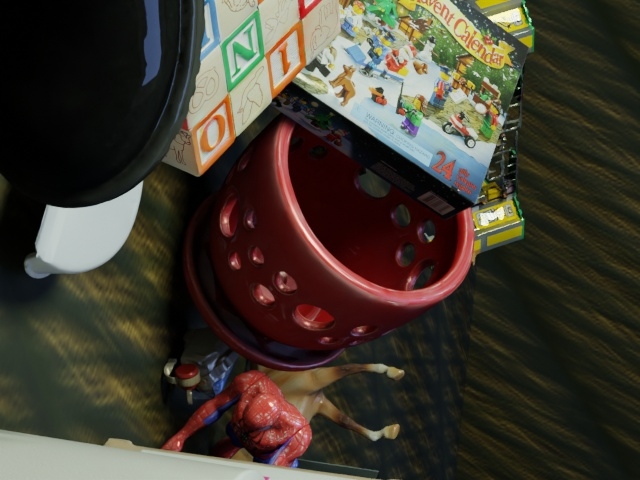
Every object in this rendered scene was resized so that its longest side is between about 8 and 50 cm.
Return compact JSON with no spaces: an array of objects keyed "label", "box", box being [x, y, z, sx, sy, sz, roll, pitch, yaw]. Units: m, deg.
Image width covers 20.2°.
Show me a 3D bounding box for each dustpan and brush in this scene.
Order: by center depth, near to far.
[{"label":"dustpan and brush","box":[-0.147,-0.028,1.144,0.211,0.060,0.147,51,49,-65]}]

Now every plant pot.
[{"label":"plant pot","box":[0.000,0.000,1.422,0.174,0.191,0.191,-40,-154,46]}]

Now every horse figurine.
[{"label":"horse figurine","box":[-0.024,0.194,1.654,0.066,0.174,0.263,30,77,-61]}]

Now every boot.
[{"label":"boot","box":[-0.147,-0.176,0.842,0.260,0.131,0.348,-34,129,-75]}]

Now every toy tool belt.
[{"label":"toy tool belt","box":[-0.094,0.110,1.461,0.083,0.052,0.051,-62,148,-58]}]

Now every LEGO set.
[{"label":"LEGO set","box":[0.055,-0.121,1.613,0.331,0.192,0.255,91,-24,-50]}]

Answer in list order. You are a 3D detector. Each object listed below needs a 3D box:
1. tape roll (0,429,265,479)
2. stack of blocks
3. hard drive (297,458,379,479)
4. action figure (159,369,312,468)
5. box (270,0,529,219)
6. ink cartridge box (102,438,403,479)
[{"label":"tape roll","box":[-0.135,0.243,1.061,0.246,0.169,0.246,6,90,-78]},{"label":"stack of blocks","box":[-0.038,-0.206,1.206,0.297,0.087,0.171,-49,150,-32]},{"label":"hard drive","box":[-0.012,0.257,1.735,0.022,0.135,0.094,-62,156,-60]},{"label":"action figure","box":[-0.077,0.187,1.468,0.139,0.091,0.280,-40,169,-17]},{"label":"box","box":[0.040,-0.143,1.371,0.044,0.233,0.159,-29,-146,54]},{"label":"ink cartridge box","box":[-0.058,0.258,1.272,0.088,0.235,0.193,-54,148,-68]}]
